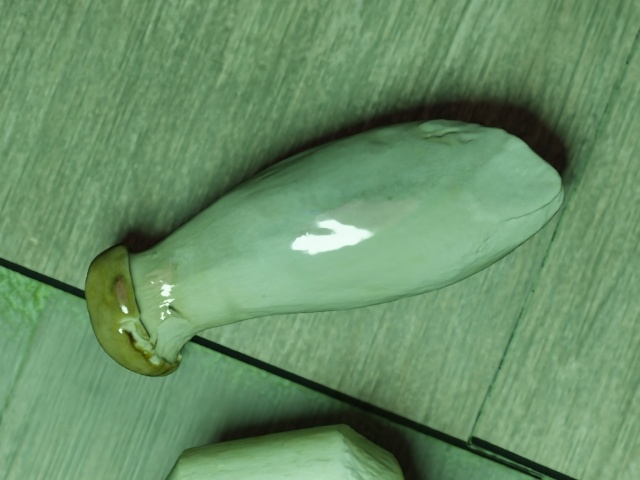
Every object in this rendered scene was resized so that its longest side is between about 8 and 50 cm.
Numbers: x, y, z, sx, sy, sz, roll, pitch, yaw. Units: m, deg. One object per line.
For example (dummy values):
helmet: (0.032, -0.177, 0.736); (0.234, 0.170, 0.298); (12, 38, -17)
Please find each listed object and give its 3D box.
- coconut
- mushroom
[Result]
coconut: (-0.039, 0.232, 1.217); (0.222, 0.202, 0.202); (-13, 86, -4)
mushroom: (0.000, 0.000, 1.267); (0.350, 0.128, 0.128); (-21, 86, 4)
